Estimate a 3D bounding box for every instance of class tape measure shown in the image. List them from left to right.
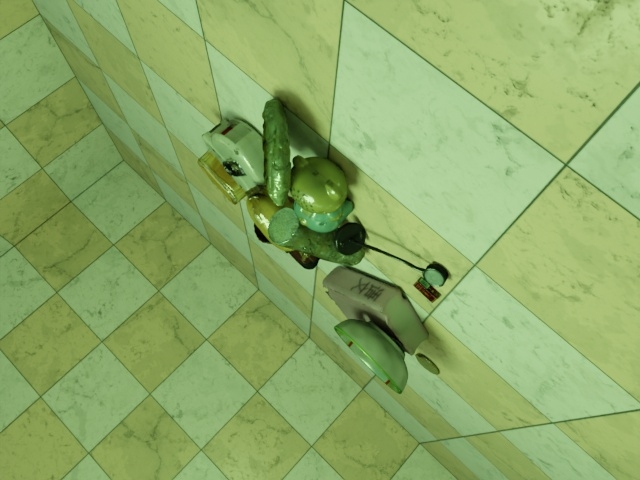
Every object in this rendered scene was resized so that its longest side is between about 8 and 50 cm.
[{"bbox_3d":[-0.270,-0.292,1.890,0.258,0.130,0.265,55,160,-20],"label":"tape measure"}]

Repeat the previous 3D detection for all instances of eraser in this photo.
[{"bbox_3d":[0.197,0.250,2.032,0.359,0.122,0.272,20,153,54],"label":"eraser"}]

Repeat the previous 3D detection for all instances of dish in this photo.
[{"bbox_3d":[0.202,0.379,1.930,0.324,0.124,0.324,45,170,10],"label":"dish"}]

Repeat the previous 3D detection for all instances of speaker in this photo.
[{"bbox_3d":[-0.057,-0.010,2.085,0.259,0.198,0.329,-15,145,26],"label":"speaker"}]

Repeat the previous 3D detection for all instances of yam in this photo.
[{"bbox_3d":[0.000,0.000,1.771,0.330,0.133,0.133,22,173,-26],"label":"yam"}]

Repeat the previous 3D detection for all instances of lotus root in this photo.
[{"bbox_3d":[-0.136,-0.066,1.855,0.303,0.146,0.131,46,-166,-14],"label":"lotus root"}]

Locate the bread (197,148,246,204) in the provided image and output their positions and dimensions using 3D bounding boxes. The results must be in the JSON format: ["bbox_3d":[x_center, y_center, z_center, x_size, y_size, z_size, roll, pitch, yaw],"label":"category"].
[{"bbox_3d":[-0.394,-0.267,2.261,0.241,0.107,0.136,49,165,-8],"label":"bread"}]

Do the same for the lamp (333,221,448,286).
[{"bbox_3d":[0.216,0.026,1.624,0.371,0.108,0.130,11,132,38],"label":"lamp"}]

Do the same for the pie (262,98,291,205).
[{"bbox_3d":[-0.127,-0.241,1.527,0.306,0.071,0.307,180,90,-81],"label":"pie"}]

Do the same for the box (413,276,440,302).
[{"bbox_3d":[0.324,0.151,1.674,0.082,0.023,0.051,43,163,10],"label":"box"}]

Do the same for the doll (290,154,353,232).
[{"bbox_3d":[-0.005,-0.135,1.569,0.177,0.161,0.261,43,165,16],"label":"doll"}]

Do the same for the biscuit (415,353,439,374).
[{"bbox_3d":[0.431,0.501,2.218,0.120,0.015,0.120,40,162,16],"label":"biscuit"}]
